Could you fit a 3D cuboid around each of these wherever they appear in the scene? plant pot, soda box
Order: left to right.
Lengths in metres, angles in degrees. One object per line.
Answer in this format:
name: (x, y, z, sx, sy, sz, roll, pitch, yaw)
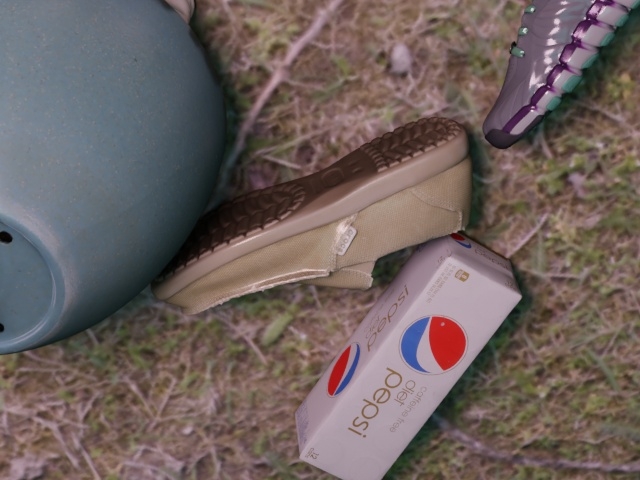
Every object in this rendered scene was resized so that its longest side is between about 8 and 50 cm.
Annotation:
plant pot: (-0.221, -0.036, 1.213, 0.290, 0.195, 0.290, 3, 129, 4)
soda box: (0.067, 0.094, 1.409, 0.074, 0.069, 0.216, 29, 112, -18)

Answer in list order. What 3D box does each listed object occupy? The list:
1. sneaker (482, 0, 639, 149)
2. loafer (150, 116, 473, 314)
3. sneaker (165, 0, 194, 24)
sneaker: (0.174, -0.174, 1.290, 0.098, 0.083, 0.223, 39, 105, 1)
loafer: (0.000, 0.000, 1.338, 0.269, 0.102, 0.092, -24, 110, 7)
sneaker: (-0.166, -0.171, 1.264, 0.152, 0.061, 0.053, 5, 118, -5)
